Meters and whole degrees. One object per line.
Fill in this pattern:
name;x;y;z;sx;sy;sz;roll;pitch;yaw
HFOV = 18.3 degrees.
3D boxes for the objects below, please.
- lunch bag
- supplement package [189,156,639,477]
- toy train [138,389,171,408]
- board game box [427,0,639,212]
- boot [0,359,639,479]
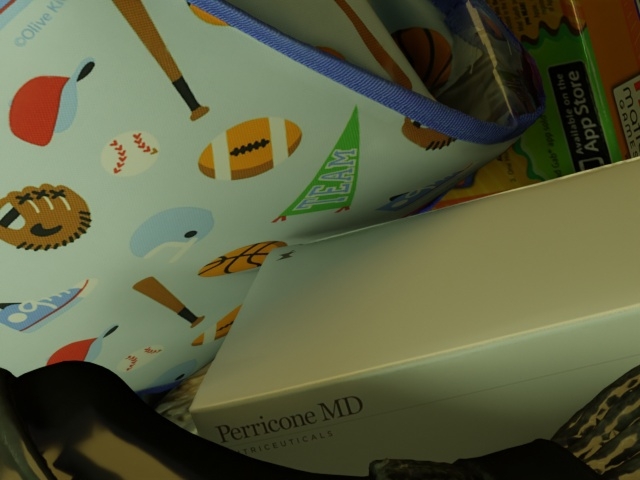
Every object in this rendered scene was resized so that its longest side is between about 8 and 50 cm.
lunch bag;-0.110;-0.074;1.086;0.328;0.385;0.239;-38;46;29
supplement package;0.099;0.071;0.949;0.261;0.145;0.204;-15;17;15
toy train;-0.134;0.062;1.349;0.105;0.080;0.184;0;22;25
board game box;0.092;-0.224;1.373;0.356;0.357;0.356;-9;13;37
boot;0.034;0.109;0.781;0.260;0.131;0.348;-35;49;-15
